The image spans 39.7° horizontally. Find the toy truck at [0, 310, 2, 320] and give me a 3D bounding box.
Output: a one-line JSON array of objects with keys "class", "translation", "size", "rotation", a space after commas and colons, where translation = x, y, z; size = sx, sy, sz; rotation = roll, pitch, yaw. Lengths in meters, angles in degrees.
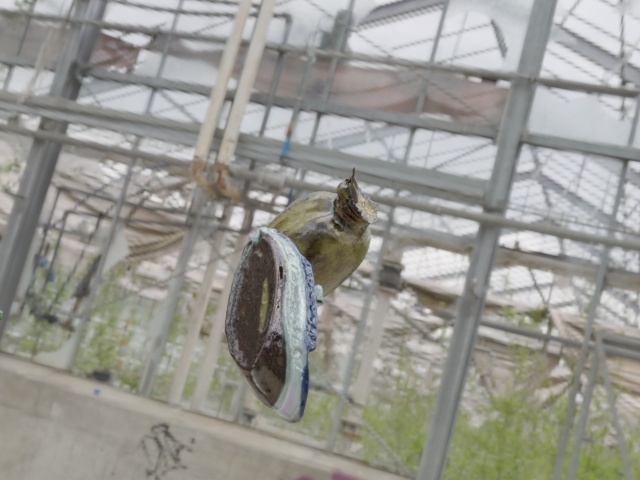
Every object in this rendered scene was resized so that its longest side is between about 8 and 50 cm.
[{"class": "toy truck", "translation": [-0.336, 0.030, 0.754], "size": [0.078, 0.154, 0.080], "rotation": [4, 26, 13]}]

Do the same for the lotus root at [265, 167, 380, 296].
[{"class": "lotus root", "translation": [0.002, 0.001, 1.339], "size": [0.154, 0.154, 0.278], "rotation": [20, -50, -33]}]

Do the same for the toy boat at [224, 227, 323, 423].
[{"class": "toy boat", "translation": [-0.045, 0.102, 1.108], "size": [0.114, 0.262, 0.115], "rotation": [-29, -48, 32]}]
